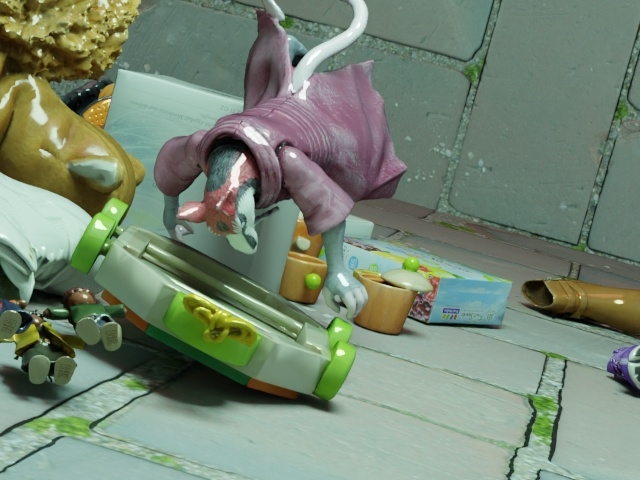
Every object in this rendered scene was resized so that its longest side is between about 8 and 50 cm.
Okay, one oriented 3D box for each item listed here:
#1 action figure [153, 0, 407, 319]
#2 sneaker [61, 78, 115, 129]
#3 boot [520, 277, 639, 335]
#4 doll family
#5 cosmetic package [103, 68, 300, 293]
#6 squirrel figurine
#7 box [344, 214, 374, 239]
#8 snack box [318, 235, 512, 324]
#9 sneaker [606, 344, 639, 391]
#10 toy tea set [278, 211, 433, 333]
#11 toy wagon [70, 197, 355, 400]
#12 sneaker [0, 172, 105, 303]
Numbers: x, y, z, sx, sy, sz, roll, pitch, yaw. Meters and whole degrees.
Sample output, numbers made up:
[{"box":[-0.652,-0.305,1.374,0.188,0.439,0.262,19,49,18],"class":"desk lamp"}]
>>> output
[{"box":[-0.028,-0.097,1.638,0.248,0.275,0.370,16,21,15],"class":"action figure"},{"box":[-0.273,-0.143,2.467,0.321,0.180,0.124,8,10,-45],"class":"sneaker"},{"box":[0.412,0.097,2.475,0.152,0.073,0.197,12,-5,-33],"class":"boot"},{"box":[-0.247,0.071,1.263,0.193,0.076,0.111,9,13,-23],"class":"doll family"},{"box":[-0.143,-0.065,1.928,0.224,0.224,0.138,16,7,17],"class":"cosmetic package"},{"box":[-0.342,-0.170,1.744,0.370,0.397,0.281,28,-2,4],"class":"squirrel figurine"},{"box":[0.000,0.000,2.287,0.101,0.087,0.102,20,8,37],"class":"box"},{"box":[0.124,0.053,2.197,0.207,0.070,0.174,22,10,39],"class":"snack box"},{"box":[0.386,0.159,2.013,0.071,0.068,0.170,1,-6,17],"class":"sneaker"},{"box":[0.010,0.013,2.045,0.336,0.124,0.200,19,8,31],"class":"toy tea set"},{"box":[-0.098,0.062,1.477,0.267,0.068,0.344,28,6,-4],"class":"toy wagon"},{"box":[-0.289,0.022,1.530,0.292,0.108,0.169,35,21,-45],"class":"sneaker"}]
